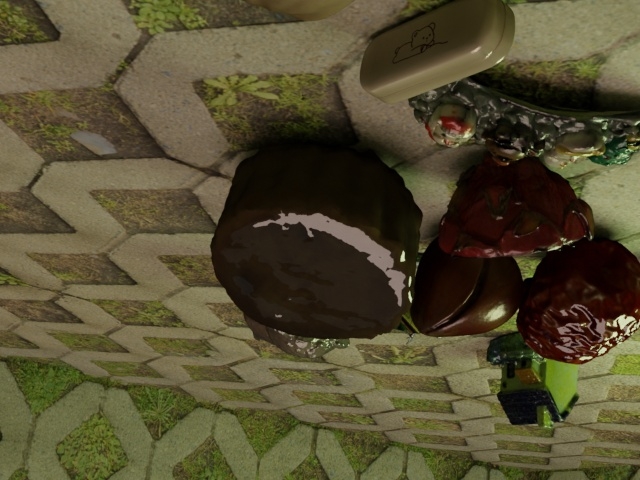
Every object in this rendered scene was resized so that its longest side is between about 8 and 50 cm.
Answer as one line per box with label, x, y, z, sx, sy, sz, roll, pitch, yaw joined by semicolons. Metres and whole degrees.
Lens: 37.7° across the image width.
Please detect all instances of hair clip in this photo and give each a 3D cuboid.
hair clip;0.269;-0.136;1.201;0.321;0.091;0.138;10;162;-4

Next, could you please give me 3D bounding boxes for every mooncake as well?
mooncake;-0.002;0.000;1.444;0.324;0.187;0.324;7;139;6

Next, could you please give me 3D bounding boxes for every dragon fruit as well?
dragon fruit;0.276;-0.063;1.364;0.224;0.148;0.218;-7;-173;12

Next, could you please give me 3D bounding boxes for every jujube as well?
jujube;0.448;0.108;1.611;0.213;0.212;0.232;8;149;-2

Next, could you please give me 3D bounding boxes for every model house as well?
model house;0.495;0.344;2.236;0.170;0.211;0.194;16;159;-27

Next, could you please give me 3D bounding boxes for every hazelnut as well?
hazelnut;0.243;0.088;1.629;0.208;0.208;0.208;7;160;3

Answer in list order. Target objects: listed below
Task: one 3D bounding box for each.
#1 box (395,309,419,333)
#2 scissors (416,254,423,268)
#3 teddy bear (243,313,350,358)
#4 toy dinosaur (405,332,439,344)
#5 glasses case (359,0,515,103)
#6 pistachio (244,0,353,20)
box;0.105;0.114;1.927;0.159;0.071;0.240;9;161;26
scissors;0.204;0.044;1.796;0.205;0.027;0.101;8;163;5
teddy bear;-0.063;0.160;1.961;0.236;0.151;0.267;15;175;-25
toy dinosaur;0.251;0.193;2.156;0.082;0.039;0.209;20;146;-22
glasses case;0.127;-0.214;1.055;0.050;0.083;0.196;24;153;-39
pistachio;-0.004;-0.284;0.865;0.223;0.126;0.152;-8;119;34
